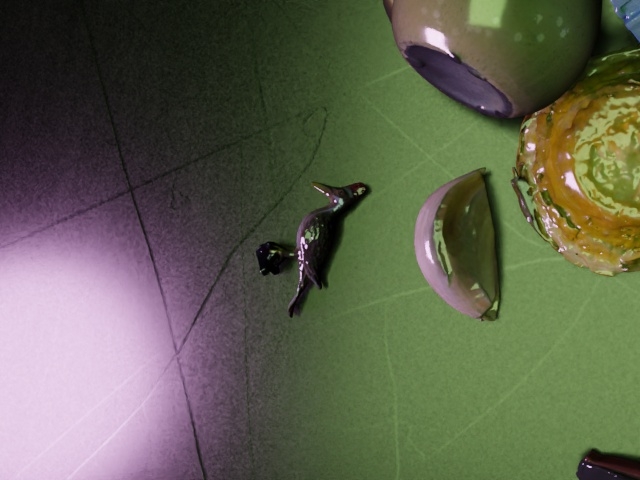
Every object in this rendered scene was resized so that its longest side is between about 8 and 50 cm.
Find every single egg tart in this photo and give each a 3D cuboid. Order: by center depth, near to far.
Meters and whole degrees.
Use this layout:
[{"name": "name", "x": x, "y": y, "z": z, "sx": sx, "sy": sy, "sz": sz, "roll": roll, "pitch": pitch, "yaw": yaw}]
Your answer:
[{"name": "egg tart", "x": 0.374, "y": -0.098, "z": 1.225, "sx": 0.295, "sy": 0.116, "sz": 0.294, "roll": 0, "pitch": 91, "yaw": 16}]

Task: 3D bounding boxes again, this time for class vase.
[{"name": "vase", "x": 0.208, "y": -0.328, "z": 1.244, "sx": 0.329, "sy": 0.241, "sz": 0.302, "roll": 29, "pitch": 85, "yaw": 41}]

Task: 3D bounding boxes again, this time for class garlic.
[{"name": "garlic", "x": 0.171, "y": 0.009, "z": 1.304, "sx": 0.102, "sy": 0.087, "sz": 0.195, "roll": -6, "pitch": 85, "yaw": 4}]

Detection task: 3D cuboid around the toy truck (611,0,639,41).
[{"name": "toy truck", "x": 0.435, "y": -0.193, "z": 1.066, "sx": 0.146, "sy": 0.175, "sz": 0.367, "roll": -39, "pitch": 95, "yaw": 30}]

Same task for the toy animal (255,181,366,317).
[{"name": "toy animal", "x": -0.011, "y": -0.002, "z": 1.379, "sx": 0.105, "sy": 0.070, "sz": 0.202, "roll": 40, "pitch": 95, "yaw": 3}]

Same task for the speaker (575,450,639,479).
[{"name": "speaker", "x": 0.448, "y": 0.251, "z": 1.168, "sx": 0.259, "sy": 0.198, "sz": 0.329, "roll": 11, "pitch": 101, "yaw": 4}]
